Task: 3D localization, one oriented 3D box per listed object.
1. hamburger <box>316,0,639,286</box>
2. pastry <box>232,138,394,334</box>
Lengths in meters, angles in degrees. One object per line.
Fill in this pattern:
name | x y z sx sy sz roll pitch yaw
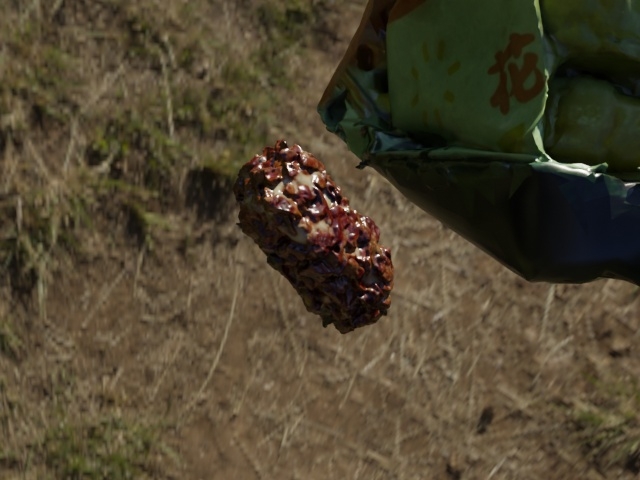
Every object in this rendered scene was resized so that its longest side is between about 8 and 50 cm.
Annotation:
hamburger | 0.137 -0.049 0.546 0.214 0.235 0.125 0 98 -29
pastry | -0.001 0.001 1.401 0.208 0.097 0.115 52 43 -23
